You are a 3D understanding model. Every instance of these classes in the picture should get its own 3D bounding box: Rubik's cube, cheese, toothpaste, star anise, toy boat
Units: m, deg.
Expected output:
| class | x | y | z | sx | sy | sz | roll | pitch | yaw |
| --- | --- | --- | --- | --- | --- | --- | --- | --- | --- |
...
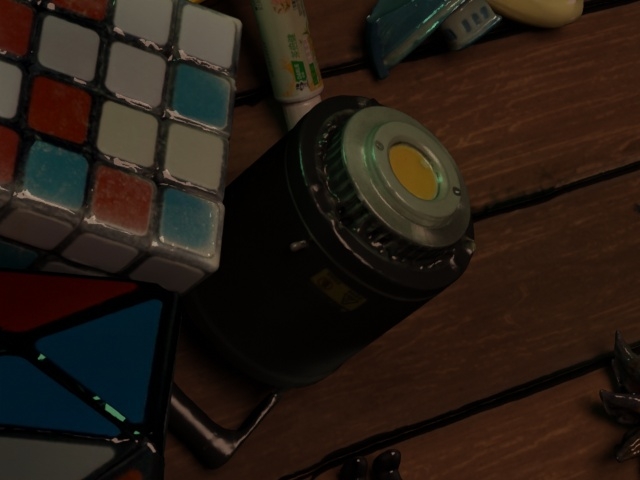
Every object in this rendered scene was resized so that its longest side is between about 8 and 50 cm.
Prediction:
| class | x | y | z | sx | sy | sz | roll | pitch | yaw |
| --- | --- | --- | --- | --- | --- | --- | --- | --- | --- |
| Rubik's cube | -0.238 | -0.073 | 1.558 | 0.256 | 0.259 | 0.253 | 19 | 60 | -23 |
| cheese | 0.172 | -0.302 | 1.987 | 0.251 | 0.054 | 0.127 | 4 | 69 | -27 |
| Rubik's cube | -0.243 | 0.180 | 1.411 | 0.246 | 0.250 | 0.248 | 6 | 26 | -3 |
| toothpaste | -0.046 | -0.249 | 1.774 | 0.056 | 0.058 | 0.314 | -10 | 109 | 9 |
| star anise | 0.363 | 0.198 | 1.913 | 0.204 | 0.061 | 0.181 | 38 | 55 | -16 |
| toy boat | 0.140 | -0.244 | 1.909 | 0.215 | 0.088 | 0.102 | -39 | 113 | -4 |

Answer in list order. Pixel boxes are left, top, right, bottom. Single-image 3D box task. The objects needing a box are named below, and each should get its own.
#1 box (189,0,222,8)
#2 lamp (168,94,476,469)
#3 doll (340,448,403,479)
| class | x | y | z | sx | sy | sz | roll | pitch | yaw |
| --- | --- | --- | --- | --- | --- | --- | --- | --- | --- |
| box | -0.169 | -0.311 | 1.788 | 0.301 | 0.084 | 0.193 | -34 | 91 | -32 |
| lamp | 0.002 | 0.005 | 1.663 | 0.205 | 0.272 | 0.374 | 45 | 59 | -6 |
| doll | 0.075 | 0.328 | 1.674 | 0.195 | 0.153 | 0.258 | -39 | 76 | -20 |
